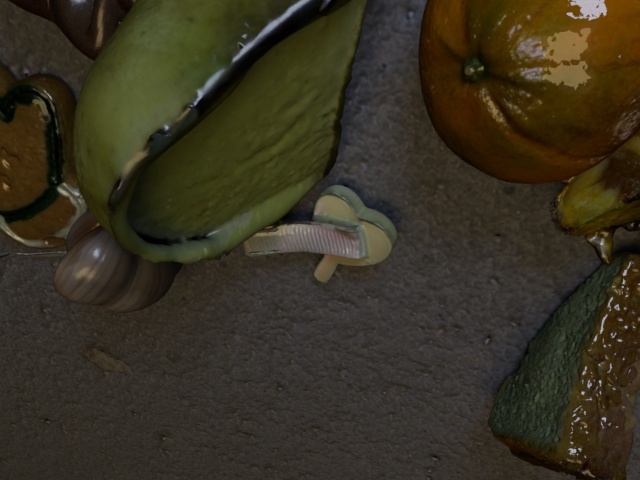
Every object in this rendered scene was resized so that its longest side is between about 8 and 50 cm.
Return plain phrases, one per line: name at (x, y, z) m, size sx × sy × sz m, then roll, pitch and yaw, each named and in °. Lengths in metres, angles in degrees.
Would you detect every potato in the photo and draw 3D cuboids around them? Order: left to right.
potato at (-0.131, -0.138, 0.504) m, size 0.213 × 0.280 × 0.330 m, roll 44°, pitch 159°, yaw 15°

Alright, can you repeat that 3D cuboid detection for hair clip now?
hair clip at (0.001, 0.001, 0.713) m, size 0.218 × 0.071 × 0.159 m, roll 1°, pitch 128°, yaw 22°

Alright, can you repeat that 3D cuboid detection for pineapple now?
pineapple at (0.373, -0.113, 0.516) m, size 0.161 × 0.158 × 0.334 m, roll 6°, pitch 140°, yaw -36°

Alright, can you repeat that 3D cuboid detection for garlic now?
garlic at (-0.330, -0.010, 0.742) m, size 0.256 × 0.207 × 0.207 m, roll 17°, pitch 125°, yaw 1°

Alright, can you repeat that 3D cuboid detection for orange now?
orange at (0.190, -0.165, 0.464) m, size 0.240 × 0.171 × 0.240 m, roll 39°, pitch 144°, yaw 36°

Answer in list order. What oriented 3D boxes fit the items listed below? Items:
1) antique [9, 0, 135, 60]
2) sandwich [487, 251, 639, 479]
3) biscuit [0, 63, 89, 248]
antique at (-0.257, -0.303, 0.564) m, size 0.257 × 0.121 × 0.143 m, roll 37°, pitch 115°, yaw -1°
sandwich at (0.347, 0.173, 0.699) m, size 0.099 × 0.288 × 0.254 m, roll 24°, pitch 169°, yaw 7°
biscuit at (-0.469, -0.142, 0.759) m, size 0.287 × 0.057 × 0.344 m, roll -20°, pitch 115°, yaw 26°
